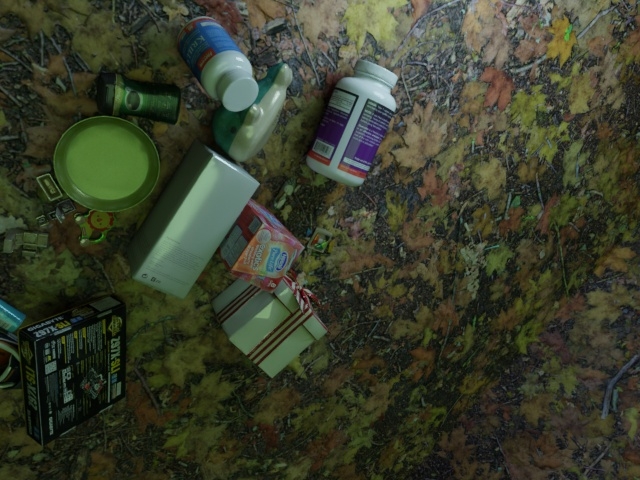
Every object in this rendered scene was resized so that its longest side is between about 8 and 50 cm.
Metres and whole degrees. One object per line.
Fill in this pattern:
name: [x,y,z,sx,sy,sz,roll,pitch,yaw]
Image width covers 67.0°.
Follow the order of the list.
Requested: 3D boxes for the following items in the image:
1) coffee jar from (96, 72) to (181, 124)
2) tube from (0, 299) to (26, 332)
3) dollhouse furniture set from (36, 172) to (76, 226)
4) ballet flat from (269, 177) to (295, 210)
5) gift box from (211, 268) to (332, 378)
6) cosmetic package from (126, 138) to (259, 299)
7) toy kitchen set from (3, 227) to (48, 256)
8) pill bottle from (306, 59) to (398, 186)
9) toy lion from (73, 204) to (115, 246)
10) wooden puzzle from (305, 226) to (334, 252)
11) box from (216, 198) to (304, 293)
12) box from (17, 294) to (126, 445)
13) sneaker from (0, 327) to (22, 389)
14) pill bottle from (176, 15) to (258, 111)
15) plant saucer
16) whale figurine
coffee jar: [-0.433,-0.338,1.155,0.184,0.079,0.096,4,113,-29]
tube: [-0.841,0.153,1.197,0.080,0.052,0.207,-48,119,-5]
dollhouse furniture set: [-0.656,-0.091,1.155,0.090,0.081,0.114,-26,121,-14]
ballet flat: [-0.106,-0.134,1.435,0.041,0.041,0.114,35,94,-34]
gift box: [-0.132,0.230,1.454,0.258,0.276,0.255,-42,129,-5]
cosmetic package: [-0.341,-0.061,1.259,0.155,0.197,0.366,32,97,-34]
toy kitchen set: [-0.718,0.020,1.178,0.083,0.075,0.068,9,109,-25]
pill bottle: [0.095,-0.326,1.362,0.181,0.181,0.323,16,104,-31]
toy lion: [-0.580,-0.041,1.250,0.096,0.034,0.100,-13,118,-30]
wooden puzzle: [0.000,0.000,1.564,0.116,0.014,0.079,12,106,-30]
box: [-0.187,-0.008,1.294,0.142,0.300,0.154,33,95,-33]
box: [-0.646,0.338,1.285,0.257,0.079,0.322,-27,131,-57]
sneaker: [-0.770,0.337,1.269,0.321,0.127,0.126,36,92,-35]
pill bottle: [-0.235,-0.406,1.123,0.124,0.222,0.124,-29,154,-15]
plant saucer: [-0.527,-0.190,1.202,0.240,0.037,0.241,-11,116,-23]
whale figurine: [-0.176,-0.338,1.229,0.141,0.216,0.272,32,103,-2]
